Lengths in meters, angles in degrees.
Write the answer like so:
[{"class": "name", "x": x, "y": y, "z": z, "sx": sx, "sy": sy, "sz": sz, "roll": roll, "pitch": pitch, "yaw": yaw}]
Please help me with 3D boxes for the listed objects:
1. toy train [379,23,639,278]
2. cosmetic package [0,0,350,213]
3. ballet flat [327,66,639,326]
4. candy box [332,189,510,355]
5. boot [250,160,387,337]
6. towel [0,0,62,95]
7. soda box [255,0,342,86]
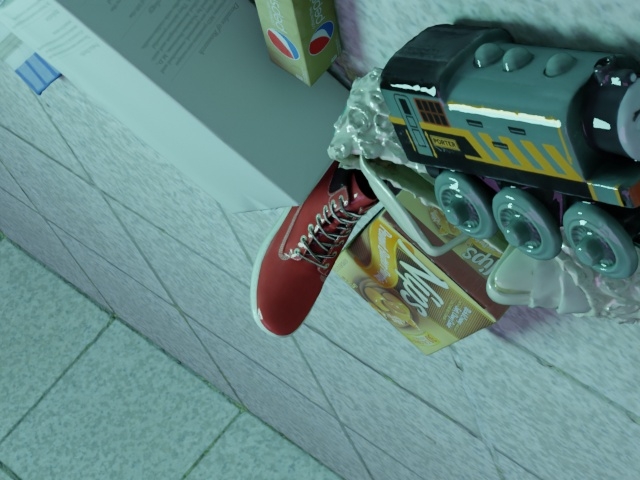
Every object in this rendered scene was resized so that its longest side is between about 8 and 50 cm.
[{"class": "toy train", "x": 0.193, "y": -0.088, "z": 1.284, "sx": 0.334, "sy": 0.142, "sz": 0.190, "roll": 19, "pitch": 143, "yaw": 53}, {"class": "cosmetic package", "x": -0.160, "y": -0.203, "z": 1.673, "sx": 0.385, "sy": 0.156, "sz": 0.217, "roll": 39, "pitch": 164, "yaw": -20}, {"class": "ballet flat", "x": 0.176, "y": -0.016, "z": 1.503, "sx": 0.409, "sy": 0.147, "sz": 0.147, "roll": 38, "pitch": 164, "yaw": 10}, {"class": "candy box", "x": 0.130, "y": 0.035, "z": 1.816, "sx": 0.183, "sy": 0.087, "sz": 0.316, "roll": 42, "pitch": 163, "yaw": 0}, {"class": "boot", "x": 0.000, "y": 0.000, "z": 1.755, "sx": 0.088, "sy": 0.244, "sz": 0.176, "roll": 25, "pitch": 169, "yaw": -18}, {"class": "towel", "x": -0.521, "y": -0.356, "z": 2.332, "sx": 0.285, "sy": 0.034, "sz": 0.209, "roll": 45, "pitch": 153, "yaw": -14}, {"class": "soda box", "x": -0.025, "y": -0.239, "z": 1.511, "sx": 0.061, "sy": 0.058, "sz": 0.181, "roll": 35, "pitch": 164, "yaw": 21}]
